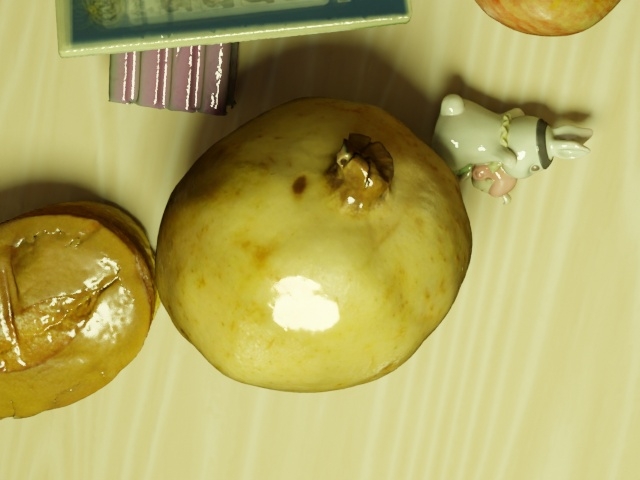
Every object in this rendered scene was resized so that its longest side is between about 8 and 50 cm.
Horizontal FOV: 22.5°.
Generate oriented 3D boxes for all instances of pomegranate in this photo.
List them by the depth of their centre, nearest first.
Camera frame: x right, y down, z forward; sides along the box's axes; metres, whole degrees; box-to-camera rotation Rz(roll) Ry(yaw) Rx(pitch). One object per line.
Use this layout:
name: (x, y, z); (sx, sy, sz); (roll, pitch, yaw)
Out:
pomegranate: (-0.012, 0.009, 1.475); (0.307, 0.307, 0.307); (3, 108, 9)

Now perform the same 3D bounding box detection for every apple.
apple: (0.207, -0.251, 1.429); (0.146, 0.146, 0.131); (-41, 125, 19)

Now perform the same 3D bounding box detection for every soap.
soap: (-0.136, -0.227, 1.534); (0.122, 0.065, 0.203); (8, 108, 6)

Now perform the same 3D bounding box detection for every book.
book: (-0.086, -0.290, 1.458); (0.323, 0.018, 0.228); (-5, 80, 3)

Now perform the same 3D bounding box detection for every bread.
bread: (-0.287, 0.070, 1.619); (0.270, 0.142, 0.195); (-23, 102, 18)

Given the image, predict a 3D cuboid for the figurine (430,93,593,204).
figurine: (0.178, -0.088, 1.533); (0.146, 0.081, 0.098); (14, 153, 0)
